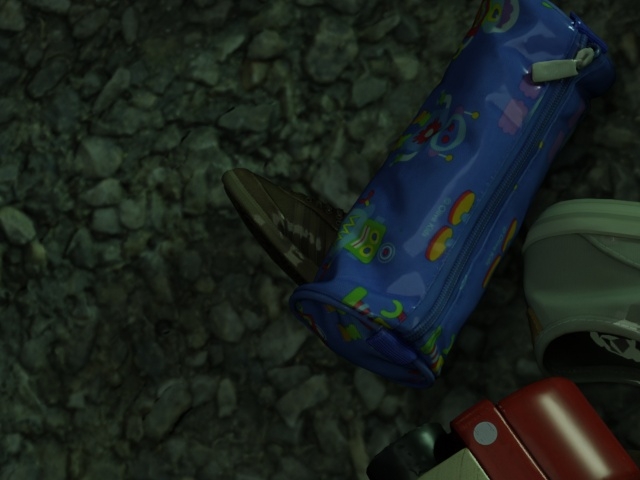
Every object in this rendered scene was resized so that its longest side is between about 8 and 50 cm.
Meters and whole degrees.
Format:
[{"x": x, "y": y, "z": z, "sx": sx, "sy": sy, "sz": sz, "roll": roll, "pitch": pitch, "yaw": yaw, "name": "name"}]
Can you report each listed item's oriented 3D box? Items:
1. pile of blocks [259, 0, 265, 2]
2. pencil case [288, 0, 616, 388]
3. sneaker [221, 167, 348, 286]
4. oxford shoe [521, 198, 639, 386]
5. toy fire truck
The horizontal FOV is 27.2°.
[{"x": -0.062, "y": -0.396, "z": 1.145, "sx": 0.149, "sy": 0.112, "sz": 0.362, "roll": -10, "pitch": 74, "yaw": 18, "name": "pile of blocks"}, {"x": 0.103, "y": -0.042, "z": 0.963, "sx": 0.119, "sy": 0.133, "sz": 0.306, "roll": 36, "pitch": 79, "yaw": -18, "name": "pencil case"}, {"x": 0.000, "y": 0.000, "z": 1.061, "sx": 0.071, "sy": 0.066, "sz": 0.188, "roll": -39, "pitch": 71, "yaw": -10, "name": "sneaker"}, {"x": 0.334, "y": 0.068, "z": 0.849, "sx": 0.449, "sy": 0.169, "sz": 0.130, "roll": 7, "pitch": 66, "yaw": 29, "name": "oxford shoe"}, {"x": 0.181, "y": 0.163, "z": 0.873, "sx": 0.246, "sy": 0.217, "sz": 0.158, "roll": -33, "pitch": 67, "yaw": -5, "name": "toy fire truck"}]
